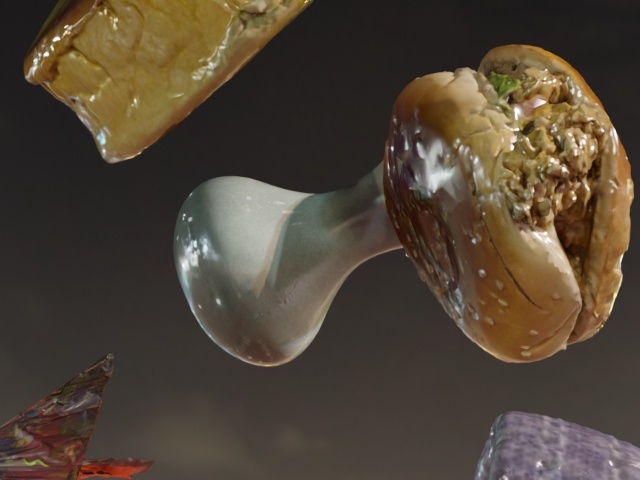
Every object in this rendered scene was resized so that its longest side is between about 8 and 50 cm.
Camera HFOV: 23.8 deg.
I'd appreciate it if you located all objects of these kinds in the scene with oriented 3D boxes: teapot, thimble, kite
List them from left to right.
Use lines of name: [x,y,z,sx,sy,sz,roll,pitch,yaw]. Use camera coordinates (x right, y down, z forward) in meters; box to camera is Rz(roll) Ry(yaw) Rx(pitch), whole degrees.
kite: [-0.215,0.182,1.185,0.189,0.009,0.232,4,-59,-36]
teapot: [0.000,0.000,1.389,0.250,0.184,0.183,-23,-22,10]
thimble: [0.127,0.176,0.858,0.097,0.150,0.150,15,-17,3]

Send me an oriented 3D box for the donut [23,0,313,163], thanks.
donut: [-0.089,-0.216,1.158,0.160,0.330,0.330,46,-34,-12]

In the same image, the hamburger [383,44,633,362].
hamburger: [0.144,-0.025,1.184,0.146,0.243,0.286,-19,7,-17]
